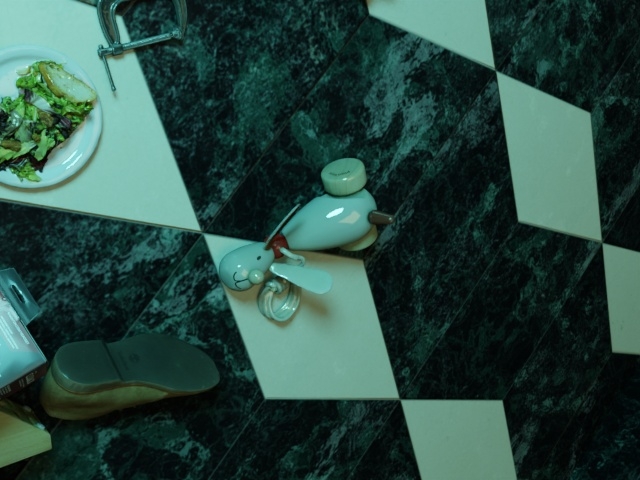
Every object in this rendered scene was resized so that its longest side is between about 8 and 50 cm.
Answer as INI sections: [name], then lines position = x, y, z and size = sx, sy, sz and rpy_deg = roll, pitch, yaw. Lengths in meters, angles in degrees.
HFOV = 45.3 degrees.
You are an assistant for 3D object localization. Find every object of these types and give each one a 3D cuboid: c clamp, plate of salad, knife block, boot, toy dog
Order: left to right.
[knife block]
position = -0.557, 0.306, 1.067
size = 0.276, 0.088, 0.242
rpy_deg = 42, 78, -39
[plate of salad]
position = -0.396, -0.168, 1.064
size = 0.200, 0.048, 0.199
rpy_deg = -13, 113, -35
[boot]
position = -0.307, 0.227, 1.250
size = 0.305, 0.112, 0.115
rpy_deg = 8, 130, -43
[c clamp]
position = -0.264, -0.314, 1.139
size = 0.161, 0.022, 0.137
rpy_deg = -29, 115, -26
[toy dog]
position = 0.000, 0.000, 1.351
size = 0.333, 0.161, 0.220
rpy_deg = -51, 128, -14

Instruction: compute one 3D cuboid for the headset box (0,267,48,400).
[headset box]
position = -0.506, 0.135, 0.971
size = 0.293, 0.110, 0.218
rpy_deg = -33, 85, -26
